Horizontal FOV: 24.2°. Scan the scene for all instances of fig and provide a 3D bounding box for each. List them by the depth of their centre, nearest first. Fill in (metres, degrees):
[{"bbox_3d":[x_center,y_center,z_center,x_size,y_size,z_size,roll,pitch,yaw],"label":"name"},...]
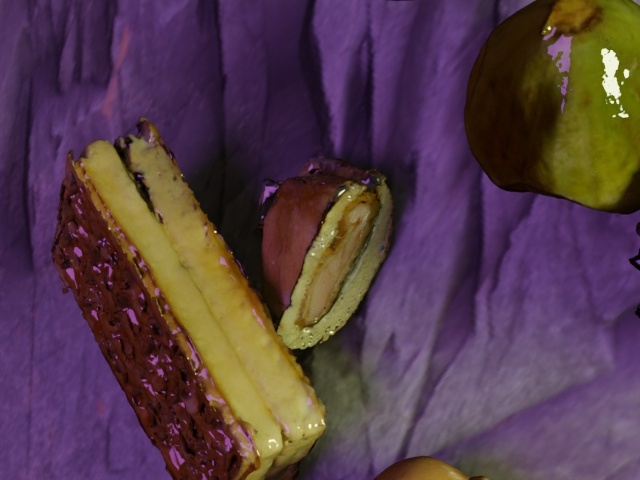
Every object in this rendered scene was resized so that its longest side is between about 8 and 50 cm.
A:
[{"bbox_3d":[0.169,-0.100,0.999,0.144,0.154,0.166,2,139,3],"label":"fig"}]

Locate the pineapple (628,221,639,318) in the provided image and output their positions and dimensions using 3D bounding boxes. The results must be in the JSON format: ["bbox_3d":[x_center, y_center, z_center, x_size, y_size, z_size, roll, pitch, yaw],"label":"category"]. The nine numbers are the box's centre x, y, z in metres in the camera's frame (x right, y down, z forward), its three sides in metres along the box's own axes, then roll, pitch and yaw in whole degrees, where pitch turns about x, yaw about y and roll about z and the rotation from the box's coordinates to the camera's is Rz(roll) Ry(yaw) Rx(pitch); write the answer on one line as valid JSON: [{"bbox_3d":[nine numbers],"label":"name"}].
[{"bbox_3d":[0.302,0.009,0.933,0.225,0.076,0.225,3,97,27],"label":"pineapple"}]

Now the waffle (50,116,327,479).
[{"bbox_3d":[-0.117,0.078,1.239,0.308,0.091,0.213,57,155,18],"label":"waffle"}]

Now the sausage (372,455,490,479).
[{"bbox_3d":[0.050,0.258,1.142,0.120,0.136,0.241,54,126,23],"label":"sausage"}]

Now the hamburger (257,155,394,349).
[{"bbox_3d":[-0.001,-0.007,1.198,0.102,0.087,0.176,56,139,42],"label":"hamburger"}]
